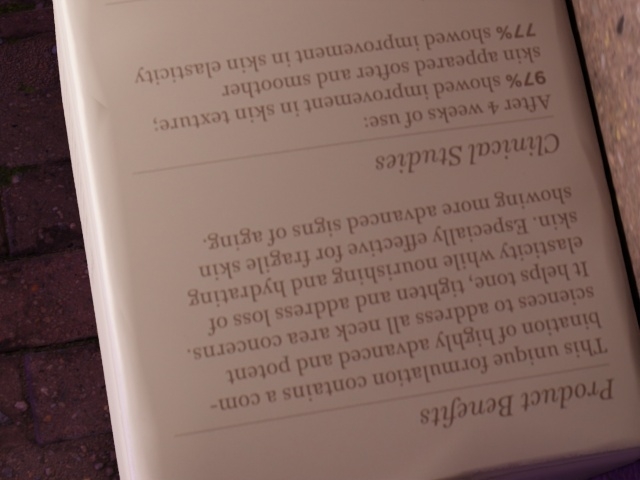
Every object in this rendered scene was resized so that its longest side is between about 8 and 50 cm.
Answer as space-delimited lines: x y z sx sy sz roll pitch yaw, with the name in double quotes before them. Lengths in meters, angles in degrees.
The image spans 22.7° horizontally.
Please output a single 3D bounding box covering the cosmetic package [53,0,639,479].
"cosmetic package" 0.000 0.000 1.122 0.327 0.329 0.393 119 142 -75
